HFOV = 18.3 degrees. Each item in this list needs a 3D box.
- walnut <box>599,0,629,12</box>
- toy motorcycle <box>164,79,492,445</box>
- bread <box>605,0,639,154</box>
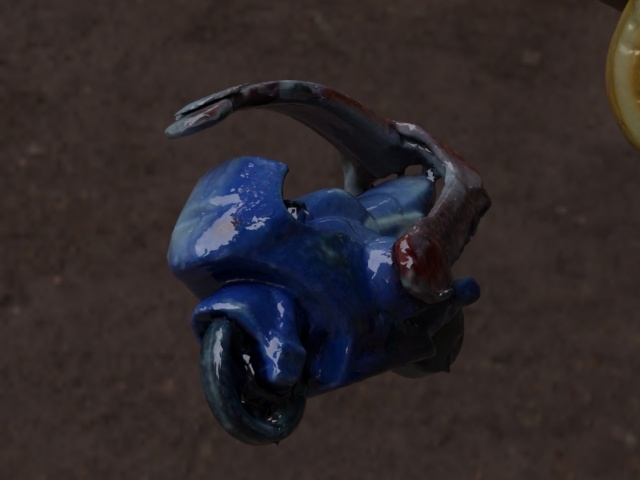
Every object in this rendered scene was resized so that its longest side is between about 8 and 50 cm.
[{"bbox_3d":[0.305,-0.274,1.196,0.383,0.384,0.384,4,34,-3],"label":"walnut"},{"bbox_3d":[-0.017,0.011,1.442,0.241,0.182,0.319,49,31,16],"label":"toy motorcycle"},{"bbox_3d":[0.175,-0.075,0.840,0.110,0.110,0.024,9,8,4],"label":"bread"}]
